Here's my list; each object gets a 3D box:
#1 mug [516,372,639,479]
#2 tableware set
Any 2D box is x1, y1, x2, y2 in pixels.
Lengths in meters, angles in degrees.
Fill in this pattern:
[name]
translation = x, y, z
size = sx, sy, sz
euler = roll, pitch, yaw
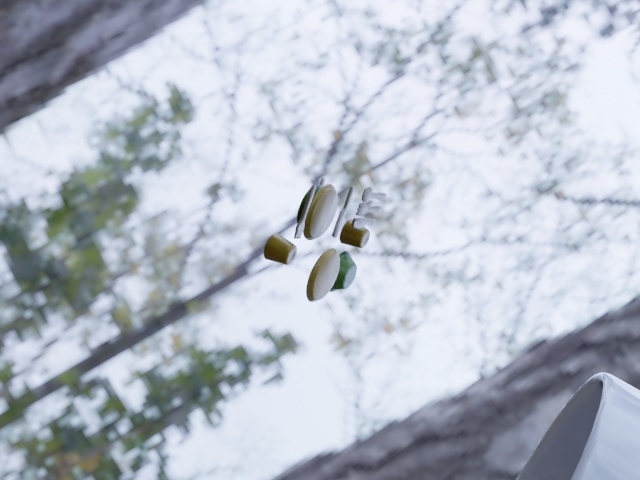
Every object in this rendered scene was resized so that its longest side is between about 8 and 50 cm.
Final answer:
[mug]
translation = 0.288, 0.319, 1.561
size = 0.328, 0.276, 0.374
euler = 29, -25, 1
[tableware set]
translation = 0.000, 0.000, 1.582
size = 0.024, 0.154, 0.104
euler = 24, -80, 24
